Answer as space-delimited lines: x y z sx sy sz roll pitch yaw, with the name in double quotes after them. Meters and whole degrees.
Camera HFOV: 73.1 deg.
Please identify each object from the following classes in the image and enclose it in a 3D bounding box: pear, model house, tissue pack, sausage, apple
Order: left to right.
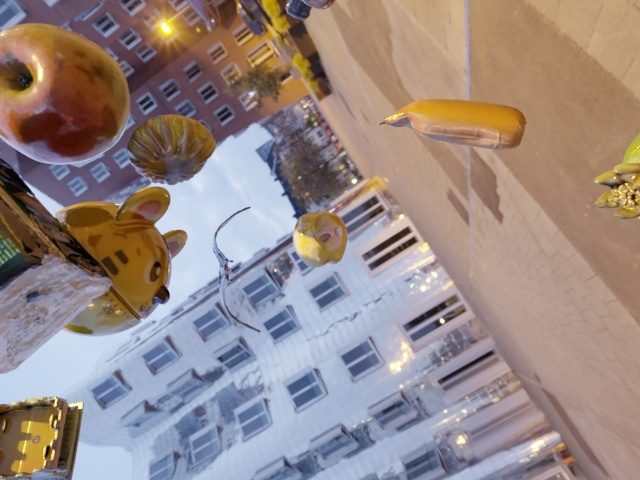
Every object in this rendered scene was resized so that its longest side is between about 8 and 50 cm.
-0.639 0.008 0.784 0.417 0.264 0.253 40 167 15 "tissue pack"
-0.772 0.548 1.170 0.215 0.199 0.223 92 171 -60 "model house"
-0.615 -0.336 0.997 0.318 0.319 0.277 59 179 13 "apple"
0.000 0.000 1.294 0.178 0.178 0.178 55 -171 -13 "pear"
0.303 -0.275 1.001 0.112 0.329 0.111 7 -90 -85 "sausage"

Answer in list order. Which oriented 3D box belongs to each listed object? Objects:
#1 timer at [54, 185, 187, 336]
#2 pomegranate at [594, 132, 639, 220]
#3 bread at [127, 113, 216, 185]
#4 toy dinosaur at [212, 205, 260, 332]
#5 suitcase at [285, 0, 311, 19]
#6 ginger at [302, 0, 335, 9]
-0.516 0.048 1.097 0.376 0.387 0.376 43 156 24 "timer"
0.437 -0.076 0.507 0.187 0.226 0.186 165 90 -77 "pomegranate"
-0.369 -0.217 1.070 0.213 0.214 0.104 42 -151 -59 "bread"
-0.235 0.093 1.220 0.206 0.113 0.326 115 144 -57 "toy dinosaur"
-0.020 -0.722 1.073 0.066 0.206 0.285 13 -118 -19 "suitcase"
-0.076 -0.604 0.855 0.133 0.107 0.309 6 149 47 "ginger"
